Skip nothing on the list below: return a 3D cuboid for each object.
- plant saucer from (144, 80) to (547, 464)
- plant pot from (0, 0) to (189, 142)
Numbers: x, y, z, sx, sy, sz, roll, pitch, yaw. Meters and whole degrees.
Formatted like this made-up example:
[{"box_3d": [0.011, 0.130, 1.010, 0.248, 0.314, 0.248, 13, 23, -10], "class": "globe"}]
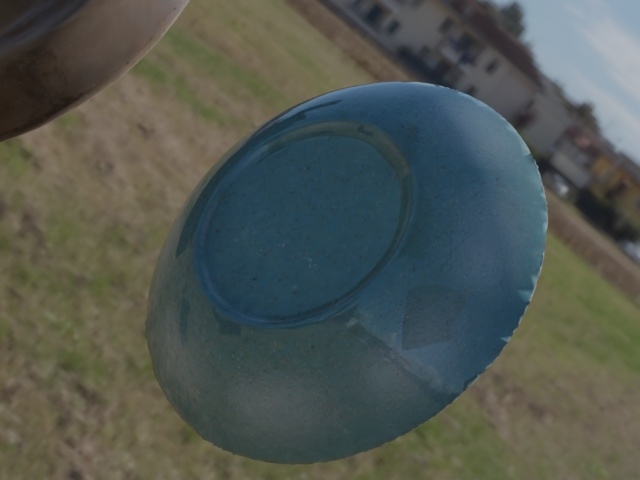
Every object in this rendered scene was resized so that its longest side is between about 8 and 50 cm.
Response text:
[{"box_3d": [0.000, 0.000, 0.627, 0.195, 0.195, 0.037, 48, -2, 41], "class": "plant saucer"}, {"box_3d": [-0.219, -0.213, 0.784, 0.263, 0.263, 0.229, 48, -7, 42], "class": "plant pot"}]
